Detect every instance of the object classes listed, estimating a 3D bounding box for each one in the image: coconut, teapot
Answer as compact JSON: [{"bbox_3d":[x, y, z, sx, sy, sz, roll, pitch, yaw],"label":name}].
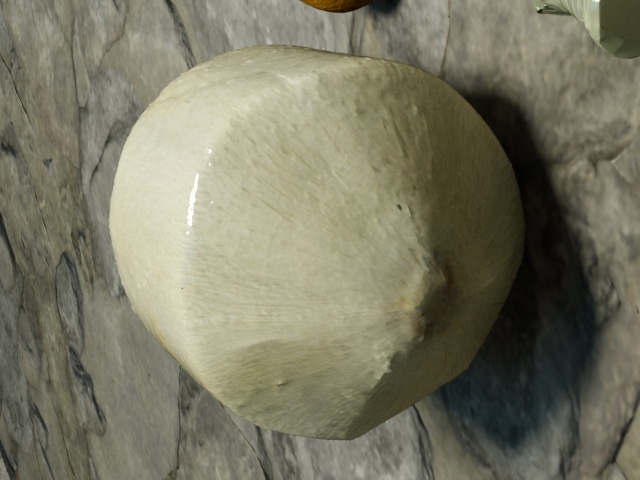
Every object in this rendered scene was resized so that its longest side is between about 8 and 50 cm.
[{"bbox_3d":[0.000,0.000,0.935,0.266,0.237,0.237,19,117,58],"label":"coconut"},{"bbox_3d":[0.148,-0.136,0.795,0.067,0.057,0.083,-56,32,3],"label":"teapot"}]

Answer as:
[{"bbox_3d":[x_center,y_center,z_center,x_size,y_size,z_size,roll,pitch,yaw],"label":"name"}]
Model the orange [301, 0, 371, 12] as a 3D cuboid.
[{"bbox_3d":[0.008,-0.194,1.023,0.085,0.085,0.085,35,131,55],"label":"orange"}]
